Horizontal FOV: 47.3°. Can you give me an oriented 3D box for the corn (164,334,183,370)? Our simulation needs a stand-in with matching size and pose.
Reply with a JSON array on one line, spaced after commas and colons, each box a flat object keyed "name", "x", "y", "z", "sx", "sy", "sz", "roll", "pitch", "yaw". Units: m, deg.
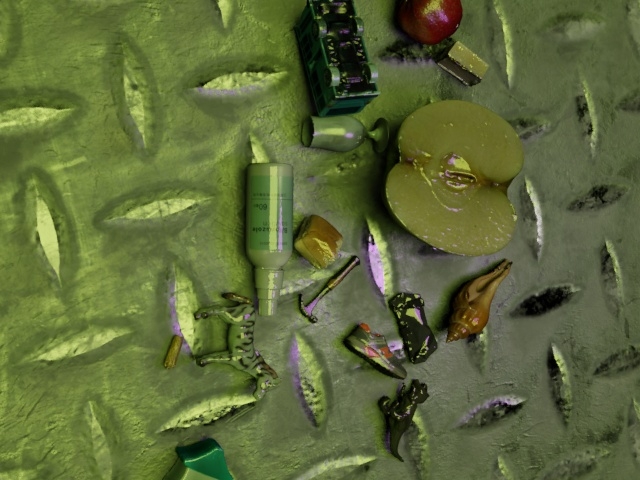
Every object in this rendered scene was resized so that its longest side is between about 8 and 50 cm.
[{"name": "corn", "x": -0.333, "y": 0.256, "z": 1.658, "sx": 0.028, "sy": 0.027, "sz": 0.083, "roll": 25, "pitch": 80, "yaw": -30}]

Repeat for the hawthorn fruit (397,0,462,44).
[{"name": "hawthorn fruit", "x": 0.283, "y": -0.564, "z": 1.832, "sx": 0.194, "sy": 0.157, "sz": 0.157, "roll": 40, "pitch": 76, "yaw": -37}]

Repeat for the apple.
[{"name": "apple", "x": 0.317, "y": -0.157, "z": 1.783, "sx": 0.361, "sy": 0.320, "sz": 0.311, "roll": 13, "pitch": 125, "yaw": -17}]

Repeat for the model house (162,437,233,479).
[{"name": "model house", "x": -0.271, "y": 0.523, "z": 1.652, "sx": 0.127, "sy": 0.100, "sz": 0.148, "roll": 30, "pitch": 83, "yaw": -21}]

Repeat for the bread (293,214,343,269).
[{"name": "bread", "x": 0.000, "y": 0.000, "z": 1.735, "sx": 0.106, "sy": 0.082, "sz": 0.125, "roll": 50, "pitch": 33, "yaw": -19}]

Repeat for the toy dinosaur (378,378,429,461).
[{"name": "toy dinosaur", "x": 0.237, "y": 0.460, "z": 1.868, "sx": 0.187, "sy": 0.087, "sz": 0.179, "roll": -40, "pitch": 104, "yaw": -15}]

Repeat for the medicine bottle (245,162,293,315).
[{"name": "medicine bottle", "x": -0.119, "y": -0.002, "z": 1.694, "sx": 0.110, "sy": 0.110, "sz": 0.351, "roll": 0, "pitch": 91, "yaw": -23}]

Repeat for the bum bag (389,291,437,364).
[{"name": "bum bag", "x": 0.246, "y": 0.225, "z": 1.885, "sx": 0.087, "sy": 0.049, "sz": 0.197, "roll": -23, "pitch": 101, "yaw": -15}]

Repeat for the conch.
[{"name": "conch", "x": 0.415, "y": 0.158, "z": 1.942, "sx": 0.109, "sy": 0.093, "sz": 0.330, "roll": 43, "pitch": 55, "yaw": 0}]

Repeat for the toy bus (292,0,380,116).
[{"name": "toy bus", "x": 0.034, "y": -0.427, "z": 1.702, "sx": 0.128, "sy": 0.147, "sz": 0.255, "roll": -10, "pitch": 78, "yaw": -24}]

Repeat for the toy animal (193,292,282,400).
[{"name": "toy animal", "x": -0.206, "y": 0.252, "z": 1.684, "sx": 0.170, "sy": 0.090, "sz": 0.255, "roll": -21, "pitch": 102, "yaw": -25}]

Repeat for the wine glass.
[{"name": "wine glass", "x": 0.059, "y": -0.259, "z": 1.770, "sx": 0.202, "sy": 0.093, "sz": 0.092, "roll": -3, "pitch": 93, "yaw": -23}]

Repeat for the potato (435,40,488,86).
[{"name": "potato", "x": 0.371, "y": -0.458, "z": 1.899, "sx": 0.122, "sy": 0.086, "sz": 0.061, "roll": 31, "pitch": 82, "yaw": -14}]

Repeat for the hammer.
[{"name": "hammer", "x": 0.023, "y": 0.109, "z": 1.804, "sx": 0.201, "sy": 0.021, "sz": 0.078, "roll": -46, "pitch": 107, "yaw": -15}]

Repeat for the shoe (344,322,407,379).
[{"name": "shoe", "x": 0.152, "y": 0.281, "z": 1.838, "sx": 0.194, "sy": 0.074, "sz": 0.077, "roll": 36, "pitch": 73, "yaw": -17}]
